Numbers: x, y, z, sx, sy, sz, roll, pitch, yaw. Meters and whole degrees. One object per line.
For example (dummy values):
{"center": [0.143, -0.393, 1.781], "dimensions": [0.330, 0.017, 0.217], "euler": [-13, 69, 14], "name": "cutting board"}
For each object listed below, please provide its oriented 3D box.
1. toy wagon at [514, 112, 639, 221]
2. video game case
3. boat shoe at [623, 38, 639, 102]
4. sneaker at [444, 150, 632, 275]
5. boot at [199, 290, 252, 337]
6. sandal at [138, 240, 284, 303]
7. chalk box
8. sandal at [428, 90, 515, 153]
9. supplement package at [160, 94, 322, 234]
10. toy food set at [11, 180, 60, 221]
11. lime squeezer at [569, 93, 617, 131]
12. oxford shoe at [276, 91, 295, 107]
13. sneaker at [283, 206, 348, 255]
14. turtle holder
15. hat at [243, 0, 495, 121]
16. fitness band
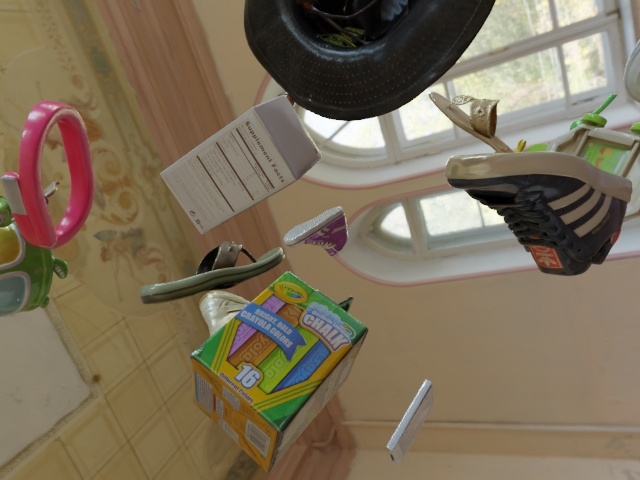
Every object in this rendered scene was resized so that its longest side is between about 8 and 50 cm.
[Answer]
{"center": [0.646, -0.179, 1.176], "dimensions": [0.068, 0.344, 0.267], "euler": [15, -77, -41], "name": "toy wagon"}
{"center": [0.243, 0.488, 1.247], "dimensions": [0.201, 0.023, 0.183], "euler": [-52, -32, -23], "name": "video game case"}
{"center": [0.467, -0.217, 0.518], "dimensions": [0.136, 0.367, 0.156], "euler": [42, -101, -3], "name": "boat shoe"}
{"center": [0.296, -0.028, 0.621], "dimensions": [0.350, 0.131, 0.148], "euler": [5, -84, -32], "name": "sneaker"}
{"center": [-0.140, 0.224, 1.061], "dimensions": [0.262, 0.095, 0.203], "euler": [24, -158, -32], "name": "boot"}
{"center": [-0.188, 0.045, 0.872], "dimensions": [0.302, 0.120, 0.086], "euler": [-13, -98, -45], "name": "sandal"}
{"center": [-0.049, 0.190, 0.791], "dimensions": [0.289, 0.179, 0.180], "euler": [-41, -24, -39], "name": "chalk box"}
{"center": [0.323, -0.231, 0.901], "dimensions": [0.240, 0.079, 0.088], "euler": [46, -143, 6], "name": "sandal"}
{"center": [-0.107, -0.103, 0.647], "dimensions": [0.105, 0.179, 0.105], "euler": [58, -151, -12], "name": "supplement package"}
{"center": [-0.583, -0.086, 0.950], "dimensions": [0.122, 0.078, 0.019], "euler": [-109, 4, -53], "name": "toy food set"}
{"center": [0.754, -0.275, 1.324], "dimensions": [0.059, 0.109, 0.310], "euler": [128, 157, -76], "name": "lime squeezer"}
{"center": [-0.170, -0.502, 1.819], "dimensions": [0.076, 0.212, 0.076], "euler": [42, -122, -20], "name": "oxford shoe"}
{"center": [0.001, 0.000, 1.696], "dimensions": [0.282, 0.102, 0.161], "euler": [-27, -69, -34], "name": "sneaker"}
{"center": [-0.783, 0.057, 1.153], "dimensions": [0.227, 0.320, 0.243], "euler": [-12, -103, -59], "name": "turtle holder"}
{"center": [0.067, -0.288, 0.473], "dimensions": [0.134, 0.331, 0.331], "euler": [-13, -88, -49], "name": "hat"}
{"center": [-0.487, -0.113, 0.869], "dimensions": [0.209, 0.054, 0.291], "euler": [-82, 6, -45], "name": "fitness band"}
